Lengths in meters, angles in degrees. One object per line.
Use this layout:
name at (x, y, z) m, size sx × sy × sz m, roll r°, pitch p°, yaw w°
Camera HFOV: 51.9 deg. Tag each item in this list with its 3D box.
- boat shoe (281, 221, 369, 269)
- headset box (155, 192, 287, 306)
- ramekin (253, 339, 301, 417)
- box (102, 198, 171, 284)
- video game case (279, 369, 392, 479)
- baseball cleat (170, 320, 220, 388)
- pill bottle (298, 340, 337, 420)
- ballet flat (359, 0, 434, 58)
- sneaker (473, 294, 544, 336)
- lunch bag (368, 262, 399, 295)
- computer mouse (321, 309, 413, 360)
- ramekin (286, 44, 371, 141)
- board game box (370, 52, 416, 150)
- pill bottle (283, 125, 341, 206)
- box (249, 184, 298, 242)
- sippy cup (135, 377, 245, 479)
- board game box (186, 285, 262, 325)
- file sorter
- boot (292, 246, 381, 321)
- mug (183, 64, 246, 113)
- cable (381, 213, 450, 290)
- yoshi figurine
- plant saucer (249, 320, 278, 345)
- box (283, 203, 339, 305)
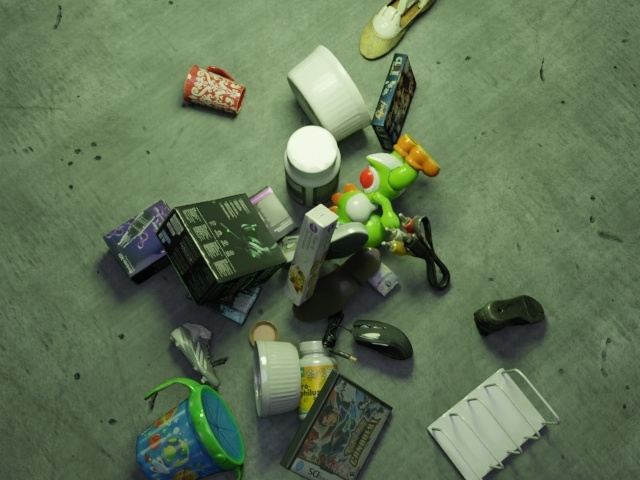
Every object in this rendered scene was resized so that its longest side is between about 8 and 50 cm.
boat shoe at (0.001, 0.001, 1.837) m, size 0.118 × 0.320 × 0.103 m, roll 13°, pitch 65°, yaw -39°
headset box at (-0.265, 0.016, 1.829) m, size 0.283 × 0.131 × 0.246 m, roll -19°, pitch 71°, yaw -48°
ramekin at (-0.118, 0.369, 1.774) m, size 0.109 × 0.207 × 0.207 m, roll -2°, pitch 76°, yaw -11°
box at (-0.494, 0.006, 1.905) m, size 0.207 × 0.108 × 0.153 m, roll -35°, pitch 80°, yaw -9°
video game case at (0.050, 0.516, 1.743) m, size 0.248 × 0.035 × 0.274 m, roll 39°, pitch 75°, yaw -35°
baseball cleat at (-0.330, 0.315, 1.850) m, size 0.109 × 0.072 × 0.206 m, roll -39°, pitch 83°, yaw -16°
pill bottle at (-0.009, 0.385, 1.811) m, size 0.118 × 0.117 × 0.208 m, roll -3°, pitch 77°, yaw -2°
ballet flat at (0.250, -0.730, 2.098) m, size 0.123 × 0.123 × 0.348 m, roll 42°, pitch 79°, yaw 9°
sneaker at (0.531, 0.216, 1.887) m, size 0.228 × 0.130 × 0.087 m, roll -3°, pitch 69°, yaw -30°
lunch bag at (0.179, 0.111, 1.917) m, size 0.083 × 0.053 × 0.071 m, roll 44°, pitch 85°, yaw 6°
computer mouse at (0.134, 0.274, 1.818) m, size 0.262 × 0.060 × 0.184 m, roll 23°, pitch 33°, yaw 5°
ramekin at (0.019, -0.421, 1.942) m, size 0.135 × 0.277 × 0.277 m, roll -34°, pitch 79°, yaw -1°
board game box at (0.225, -0.417, 1.992) m, size 0.042 × 0.165 × 0.243 m, roll 14°, pitch 76°, yaw 22°
pill bottle at (-0.023, -0.210, 1.875) m, size 0.161 × 0.283 × 0.161 m, roll 0°, pitch 76°, yaw -1°
box at (-0.158, -0.070, 1.970) m, size 0.116 × 0.029 × 0.162 m, roll -34°, pitch 78°, yaw -8°
sippy cup at (-0.351, 0.535, 1.727) m, size 0.224 × 0.240 × 0.305 m, roll -30°, pitch 53°, yaw 3°
board game box at (-0.280, 0.152, 1.913) m, size 0.186 × 0.026 × 0.126 m, roll 26°, pitch 77°, yaw 5°
file sorter at (0.464, 0.499, 1.763) m, size 0.278 × 0.173 × 0.192 m, roll -36°, pitch 79°, yaw -9°
boot at (0.054, 0.128, 1.889) m, size 0.305 × 0.115 × 0.112 m, roll -38°, pitch 89°, yaw 12°
mug at (-0.318, -0.476, 2.030) m, size 0.169 × 0.113 × 0.150 m, roll 19°, pitch 78°, yaw 1°
cable at (0.289, 0.026, 1.865) m, size 0.072 × 0.287 × 0.139 m, roll 24°, pitch 77°, yaw 49°
yoshi figurine at (0.186, -0.115, 1.900) m, size 0.362 × 0.203 × 0.203 m, roll -44°, pitch 73°, yaw 12°
plant saucer at (-0.162, 0.273, 1.890) m, size 0.084 × 0.015 × 0.083 m, roll 0°, pitch 76°, yaw 0°
box at (-0.030, 0.046, 1.733) m, size 0.063 × 0.324 × 0.067 m, roll 37°, pitch 47°, yaw 19°
